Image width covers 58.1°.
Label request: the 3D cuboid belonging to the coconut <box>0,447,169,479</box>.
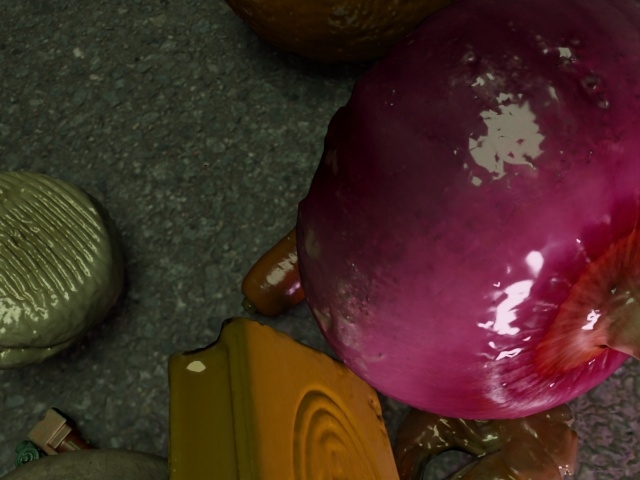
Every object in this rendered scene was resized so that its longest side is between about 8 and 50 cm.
[{"bbox_3d":[-0.180,0.306,0.428,0.237,0.237,0.266,-13,53,0],"label":"coconut"}]

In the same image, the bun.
[{"bbox_3d":[-0.322,0.038,0.613,0.220,0.134,0.220,12,54,-17],"label":"bun"}]

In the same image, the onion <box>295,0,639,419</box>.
[{"bbox_3d":[0.176,-0.012,0.461,0.345,0.358,0.358,21,71,29],"label":"onion"}]

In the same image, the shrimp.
[{"bbox_3d":[0.121,0.226,0.539,0.267,0.061,0.145,-44,62,-9],"label":"shrimp"}]

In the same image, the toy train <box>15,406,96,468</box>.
[{"bbox_3d":[-0.256,0.224,0.583,0.103,0.044,0.064,30,63,16],"label":"toy train"}]

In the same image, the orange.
[{"bbox_3d":[0.026,-0.389,0.670,0.340,0.293,0.341,-1,68,2],"label":"orange"}]

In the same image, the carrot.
[{"bbox_3d":[0.000,0.000,0.637,0.067,0.067,0.225,41,75,19],"label":"carrot"}]

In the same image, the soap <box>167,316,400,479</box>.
[{"bbox_3d":[-0.009,0.230,0.431,0.096,0.204,0.324,-34,48,24],"label":"soap"}]
